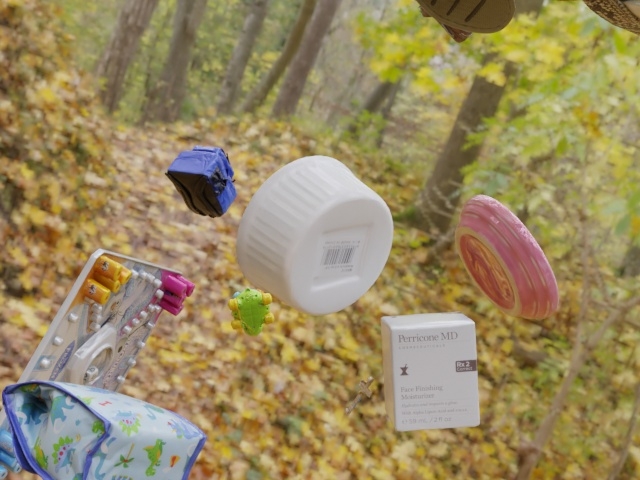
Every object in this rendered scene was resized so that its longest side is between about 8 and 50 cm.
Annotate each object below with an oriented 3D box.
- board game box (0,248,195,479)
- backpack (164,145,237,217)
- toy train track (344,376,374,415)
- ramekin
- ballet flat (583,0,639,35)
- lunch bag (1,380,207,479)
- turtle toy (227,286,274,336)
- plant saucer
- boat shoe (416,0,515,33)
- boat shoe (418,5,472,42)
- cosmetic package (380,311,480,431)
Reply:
[{"bbox_3d":[-0.381,0.215,1.592,0.050,0.390,0.390,29,-1,13],"label":"board game box"},{"bbox_3d":[-0.202,-0.105,1.692,0.098,0.120,0.101,12,51,33],"label":"backpack"},{"bbox_3d":[0.068,0.284,1.710,0.014,0.083,0.048,31,7,-30],"label":"toy train track"},{"bbox_3d":[0.000,0.000,1.664,0.277,0.277,0.135,8,20,-45],"label":"ramekin"},{"bbox_3d":[0.406,-0.406,1.279,0.483,0.164,0.182,28,15,-26],"label":"ballet flat"},{"bbox_3d":[-0.207,0.179,0.862,0.151,0.096,0.129,26,0,39],"label":"lunch bag"},{"bbox_3d":[-0.150,0.155,2.007,0.095,0.130,0.066,-9,29,-7],"label":"turtle toy"},{"bbox_3d":[0.423,0.053,2.193,0.084,0.332,0.332,-31,30,-13],"label":"plant saucer"},{"bbox_3d":[0.152,-0.410,1.380,0.302,0.113,0.103,25,31,-10],"label":"boat shoe"},{"bbox_3d":[0.208,-0.432,1.683,0.066,0.066,0.183,-23,70,-38],"label":"boat shoe"},{"bbox_3d":[0.193,0.229,1.662,0.151,0.183,0.151,-4,4,-2],"label":"cosmetic package"}]
